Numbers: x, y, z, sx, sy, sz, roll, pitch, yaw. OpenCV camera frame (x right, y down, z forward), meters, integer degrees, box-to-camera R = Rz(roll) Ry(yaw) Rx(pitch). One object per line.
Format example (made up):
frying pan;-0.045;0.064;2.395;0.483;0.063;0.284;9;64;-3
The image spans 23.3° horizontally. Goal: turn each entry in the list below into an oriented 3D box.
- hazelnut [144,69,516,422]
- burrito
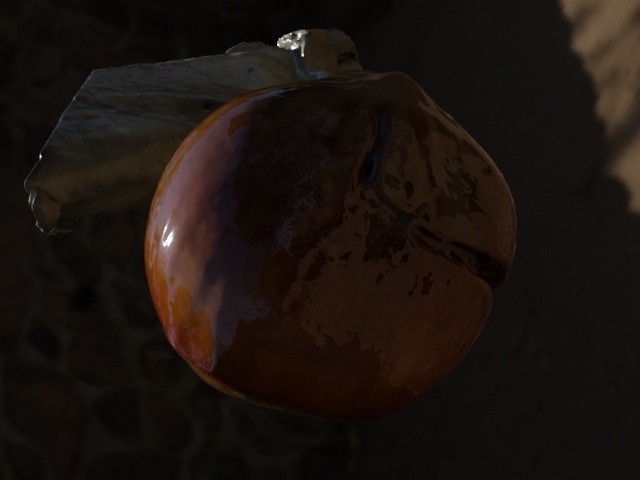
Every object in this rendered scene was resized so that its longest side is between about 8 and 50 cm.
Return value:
hazelnut;0.000;0.000;0.763;0.182;0.182;0.182;-55;20;33
burrito;-0.099;-0.094;1.264;0.175;0.348;0.107;30;133;55
